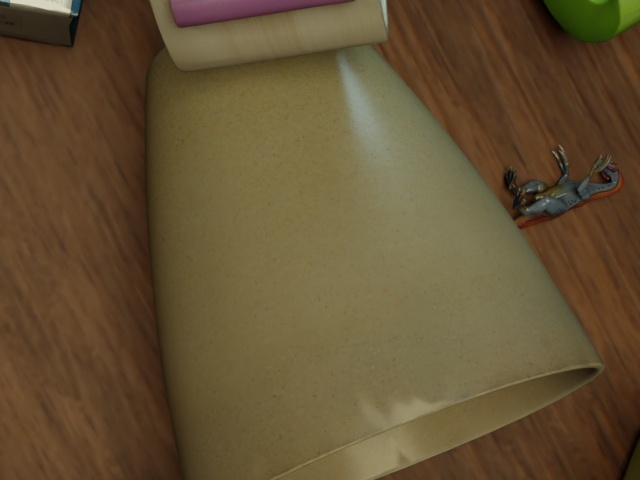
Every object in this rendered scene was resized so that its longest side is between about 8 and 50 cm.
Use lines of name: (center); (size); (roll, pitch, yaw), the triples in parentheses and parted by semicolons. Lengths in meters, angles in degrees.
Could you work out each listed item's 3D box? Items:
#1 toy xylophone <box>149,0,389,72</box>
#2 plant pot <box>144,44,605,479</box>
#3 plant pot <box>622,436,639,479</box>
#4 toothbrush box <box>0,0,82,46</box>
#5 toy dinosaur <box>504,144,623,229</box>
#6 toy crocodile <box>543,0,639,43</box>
toy xylophone: (0.003, -0.204, 0.855); (0.236, 0.322, 0.081); (-13, 128, 0)
plant pot: (0.000, 0.000, 0.883); (0.256, 0.256, 0.274); (-18, 76, -11)
plant pot: (0.302, 0.213, 0.955); (0.212, 0.212, 0.187); (8, 74, -11)
toothbrush box: (-0.231, -0.286, 0.883); (0.216, 0.126, 0.295); (10, 86, -11)
toy dinosaur: (0.169, -0.033, 1.016); (0.082, 0.047, 0.090); (8, 121, -20)
toy crocodile: (0.139, -0.294, 0.969); (0.115, 0.105, 0.340); (-17, 92, -12)
